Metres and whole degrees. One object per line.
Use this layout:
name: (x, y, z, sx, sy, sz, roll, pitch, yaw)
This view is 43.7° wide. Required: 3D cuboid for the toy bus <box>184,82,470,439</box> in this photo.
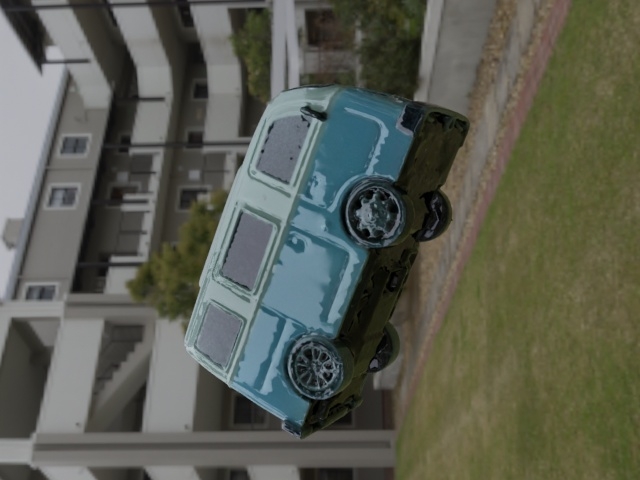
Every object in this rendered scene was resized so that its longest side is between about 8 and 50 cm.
toy bus: (0.000, 0.000, 0.657, 0.133, 0.165, 0.271, -5, -62, -65)
